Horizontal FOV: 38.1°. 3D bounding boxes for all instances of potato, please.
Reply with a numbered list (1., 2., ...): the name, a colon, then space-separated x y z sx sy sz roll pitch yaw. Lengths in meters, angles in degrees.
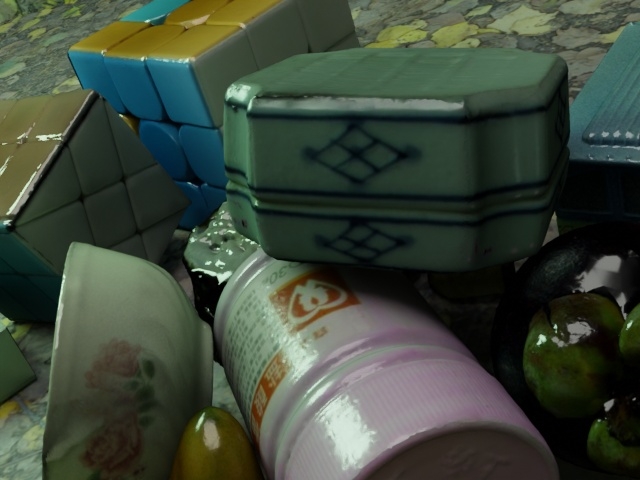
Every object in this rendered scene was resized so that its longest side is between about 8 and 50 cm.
1. potato: 0.166 0.020 1.047 0.103 0.066 0.096 -14 28 12

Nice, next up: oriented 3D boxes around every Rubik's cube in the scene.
1. Rubik's cube: -0.351 -0.036 1.208 0.224 0.231 0.221 0 53 34
2. Rubik's cube: -0.126 -0.201 1.327 0.291 0.290 0.291 14 44 43

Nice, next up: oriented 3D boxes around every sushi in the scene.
1. sushi: 0.000 0.000 1.066 0.210 0.171 0.350 3 37 34

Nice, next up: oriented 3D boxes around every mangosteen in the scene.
1. mangosteen: 0.252 0.089 0.745 0.242 0.243 0.243 -14 32 9

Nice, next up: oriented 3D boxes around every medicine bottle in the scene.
1. medicine bottle: 0.037 0.140 0.795 0.202 0.202 0.316 -24 31 -8

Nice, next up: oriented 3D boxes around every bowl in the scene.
1. bowl: -0.180 0.143 0.881 0.145 0.277 0.277 5 29 -14

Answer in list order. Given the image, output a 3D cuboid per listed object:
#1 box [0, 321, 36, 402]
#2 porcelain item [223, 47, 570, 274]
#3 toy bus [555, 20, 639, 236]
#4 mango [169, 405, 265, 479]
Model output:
1. box: -0.476 0.144 1.175 0.129 0.086 0.225 -37 36 -26
2. porcelain item: 0.074 -0.080 0.831 0.281 0.157 0.286 3 21 18
3. toy bus: 0.370 -0.102 1.004 0.152 0.190 0.312 6 39 36
4. mango: -0.085 0.221 0.776 0.089 0.163 0.111 -17 46 -23
